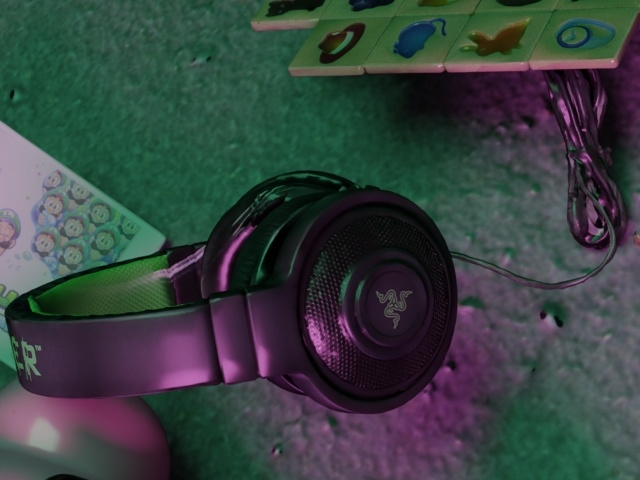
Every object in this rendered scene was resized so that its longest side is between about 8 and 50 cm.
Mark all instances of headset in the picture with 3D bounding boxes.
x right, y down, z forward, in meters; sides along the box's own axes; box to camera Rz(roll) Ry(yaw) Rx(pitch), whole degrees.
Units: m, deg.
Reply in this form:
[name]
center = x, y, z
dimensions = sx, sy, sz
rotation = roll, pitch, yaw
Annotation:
[headset]
center = 0.000, 0.000, 1.055
dimensions = 0.394, 0.243, 0.185
rotation = -10, 98, -11

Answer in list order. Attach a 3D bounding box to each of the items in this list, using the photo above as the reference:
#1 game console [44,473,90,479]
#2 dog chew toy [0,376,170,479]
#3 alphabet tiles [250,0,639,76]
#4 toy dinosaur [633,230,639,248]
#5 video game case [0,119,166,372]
[game console]
center = -0.033, 0.284, 0.939
dimensions = 0.250, 0.173, 0.293
rotation = -6, 61, 22
[dog chew toy]
center = -0.194, 0.225, 1.061
dimensions = 0.206, 0.206, 0.332
rotation = 3, 56, 30
[alphabet tiles]
center = 0.133, -0.200, 1.170
dimensions = 0.342, 0.011, 0.285
rotation = 2, 42, 29
[toy dinosaur]
center = 0.250, -0.028, 1.062
dimensions = 0.092, 0.053, 0.183
rotation = 11, 75, 16
[video game case]
center = -0.215, 0.011, 1.235
dimensions = 0.157, 0.019, 0.143
rotation = 35, 80, -7
